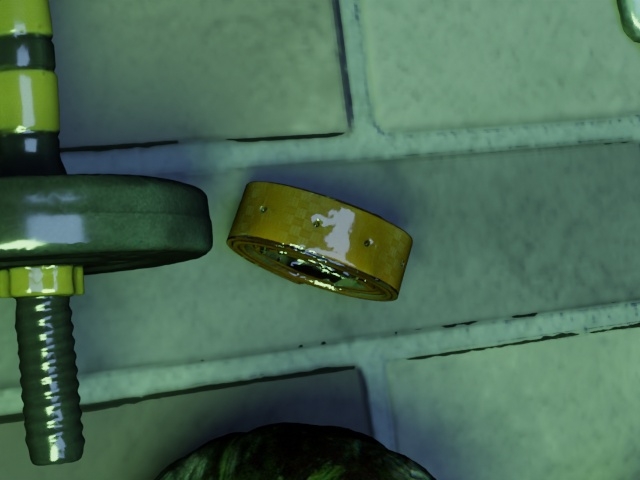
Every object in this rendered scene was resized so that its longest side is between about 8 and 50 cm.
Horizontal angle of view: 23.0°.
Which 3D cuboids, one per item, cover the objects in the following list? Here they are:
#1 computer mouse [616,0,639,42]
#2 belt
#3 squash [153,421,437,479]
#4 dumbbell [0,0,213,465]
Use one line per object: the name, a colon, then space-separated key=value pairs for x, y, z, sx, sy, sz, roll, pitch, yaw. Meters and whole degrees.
computer mouse: x=0.259 y=-0.230 z=0.842 sx=0.199 sy=0.115 sz=0.389 roll=-3 pitch=86 yaw=-28
belt: x=0.000 y=0.000 z=0.725 sx=0.083 sy=0.059 sz=0.036 roll=20 pitch=75 yaw=-10
squash: x=-0.013 y=0.172 z=0.644 sx=0.193 sy=0.156 sz=0.193 roll=0 pitch=89 yaw=8
dumbbell: x=-0.121 y=-0.074 z=0.630 sx=0.143 sy=0.143 sz=0.325 roll=-3 pitch=85 yaw=-25
